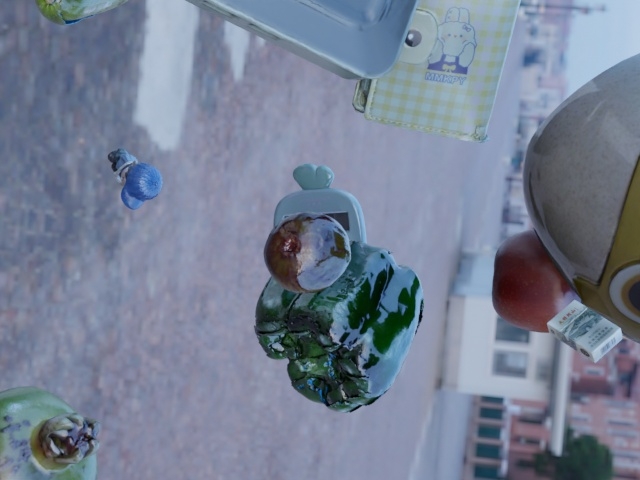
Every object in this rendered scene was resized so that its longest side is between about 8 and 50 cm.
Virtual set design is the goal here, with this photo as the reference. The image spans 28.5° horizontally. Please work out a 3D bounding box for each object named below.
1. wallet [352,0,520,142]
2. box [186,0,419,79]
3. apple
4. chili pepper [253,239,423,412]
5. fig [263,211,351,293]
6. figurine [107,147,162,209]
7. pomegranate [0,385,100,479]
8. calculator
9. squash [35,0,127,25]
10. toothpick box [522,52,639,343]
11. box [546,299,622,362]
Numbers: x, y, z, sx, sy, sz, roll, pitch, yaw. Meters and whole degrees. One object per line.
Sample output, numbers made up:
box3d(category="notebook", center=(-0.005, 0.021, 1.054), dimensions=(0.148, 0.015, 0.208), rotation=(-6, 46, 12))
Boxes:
box3d(category="wallet", center=(0.181, -0.307, 1.871), dimensions=(0.077, 0.223, 0.309), rotation=(-100, -161, -61))
box3d(category="box", center=(-0.015, -0.434, 1.627), dimensions=(0.090, 0.373, 0.367), rotation=(3, -107, 63))
box3d(category="apple", center=(0.374, 0.065, 2.119), dimensions=(0.181, 0.169, 0.180), rotation=(6, 90, -73))
box3d(category="chili pepper", center=(0.041, 0.133, 2.053), dimensions=(0.248, 0.233, 0.256), rotation=(55, 50, -27))
box3d(category="fig", center=(-0.008, 0.020, 1.668), dimensions=(0.103, 0.109, 0.155), rotation=(58, 13, 24))
box3d(category="figurine", center=(-0.359, -0.123, 2.429), dimensions=(0.149, 0.087, 0.086), rotation=(48, -25, 51))
box3d(category="pomegranate", center=(-0.328, 0.257, 1.473), dimensions=(0.179, 0.211, 0.179), rotation=(-5, 90, -70))
box3d(category="calculator", center=(0.000, 0.000, 2.408), dimensions=(0.041, 0.186, 0.298), rotation=(-13, 98, -68))
box3d(category="squash", center=(-0.323, -0.378, 1.847), dimensions=(0.341, 0.095, 0.094), rotation=(-52, 147, -61))
box3d(category="toothpick box", center=(0.532, -0.035, 1.870), dimensions=(0.425, 0.409, 0.409), rotation=(57, -5, 21))
box3d(category="box", center=(0.342, 0.117, 1.631), dimensions=(0.054, 0.083, 0.024), rotation=(-39, 133, -15))
